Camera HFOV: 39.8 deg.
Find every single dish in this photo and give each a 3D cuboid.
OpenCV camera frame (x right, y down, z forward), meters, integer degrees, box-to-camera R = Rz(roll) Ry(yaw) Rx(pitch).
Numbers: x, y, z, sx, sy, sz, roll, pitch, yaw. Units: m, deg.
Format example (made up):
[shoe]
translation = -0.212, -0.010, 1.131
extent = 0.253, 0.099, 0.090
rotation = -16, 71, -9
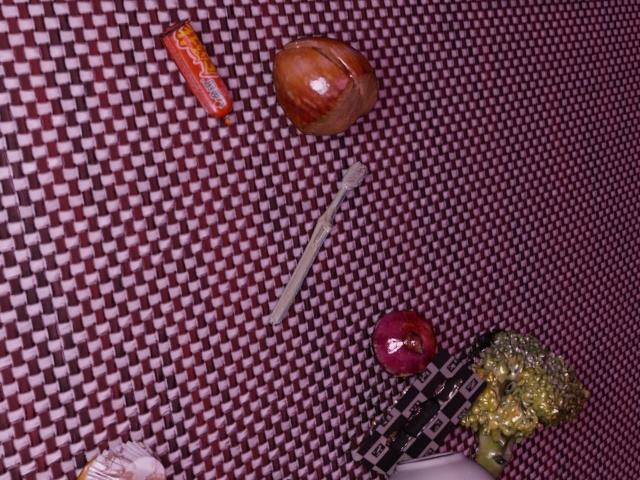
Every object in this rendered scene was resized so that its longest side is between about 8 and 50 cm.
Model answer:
[dish]
translation = 0.178, 0.370, 1.361
extent = 0.246, 0.224, 0.078
rotation = 33, 45, -72

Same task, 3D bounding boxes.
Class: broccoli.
[broccoli]
translation = 0.362, 0.293, 1.529
extent = 0.243, 0.180, 0.272
rotation = 11, 83, -45

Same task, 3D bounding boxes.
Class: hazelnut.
[hazelnut]
translation = 0.003, -0.218, 1.227
extent = 0.154, 0.143, 0.143
rotation = -21, 104, -50

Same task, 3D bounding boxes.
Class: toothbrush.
[toothbrush]
translation = -0.004, 0.000, 1.285
extent = 0.026, 0.028, 0.294
rotation = 45, 65, -33

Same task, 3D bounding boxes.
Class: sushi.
[sushi]
translation = 0.146, 0.267, 1.385
extent = 0.215, 0.050, 0.192
rotation = -51, 139, 0

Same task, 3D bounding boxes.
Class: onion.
[onion]
translation = 0.131, 0.160, 1.367
extent = 0.107, 0.097, 0.107
rotation = 4, 80, -24

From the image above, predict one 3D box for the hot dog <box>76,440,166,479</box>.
[hot dog]
translation = -0.250, 0.356, 1.016
extent = 0.131, 0.069, 0.252
rotation = 27, 74, -51

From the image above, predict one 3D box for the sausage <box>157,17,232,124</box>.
[sausage]
translation = -0.152, -0.209, 1.126
extent = 0.050, 0.048, 0.145
rotation = -90, 154, -60

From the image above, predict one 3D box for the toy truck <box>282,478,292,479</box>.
[toy truck]
translation = -0.060, 0.395, 1.203
extent = 0.080, 0.078, 0.154
rotation = 21, 92, -42
